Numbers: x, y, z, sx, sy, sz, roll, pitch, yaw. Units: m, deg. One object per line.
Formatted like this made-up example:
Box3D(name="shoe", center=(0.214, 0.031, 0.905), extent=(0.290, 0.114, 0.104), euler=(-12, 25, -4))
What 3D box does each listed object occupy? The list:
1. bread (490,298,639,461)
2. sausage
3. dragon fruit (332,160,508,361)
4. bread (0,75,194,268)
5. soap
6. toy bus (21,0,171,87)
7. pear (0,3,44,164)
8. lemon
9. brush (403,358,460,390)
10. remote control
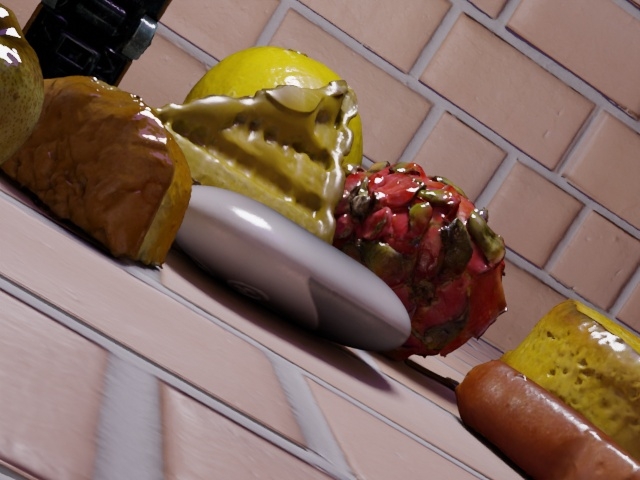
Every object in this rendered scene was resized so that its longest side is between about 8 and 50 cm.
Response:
Box3D(name="bread", center=(0.419, 0.250, 1.481), extent=(0.398, 0.215, 0.398), euler=(33, 8, -5))
Box3D(name="sausage", center=(0.276, 0.239, 1.231), extent=(0.094, 0.097, 0.348), euler=(22, 9, -35))
Box3D(name="dragon fruit", center=(0.114, 0.015, 1.533), extent=(0.291, 0.250, 0.269), euler=(47, 2, -11))
Box3D(name="bread", center=(-0.218, -0.081, 1.060), extent=(0.229, 0.139, 0.143), euler=(35, -5, 21))
Box3D(name="soap", center=(-0.125, -0.150, 1.403), extent=(0.339, 0.304, 0.169), euler=(32, -41, -28))
Box3D(name="toy bus", center=(-0.284, -0.223, 1.255), extent=(0.139, 0.275, 0.167), euler=(31, 2, -16))
Box3D(name="pear", center=(-0.300, -0.130, 0.854), extent=(0.167, 0.137, 0.167), euler=(49, 7, -8))
Box3D(name="lemon", center=(-0.086, -0.162, 1.821), extent=(0.348, 0.348, 0.348), euler=(32, 3, -2))
Box3D(name="brush", center=(0.184, 0.208, 1.615), extent=(0.170, 0.014, 0.043), euler=(30, 2, -34))
Box3D(name="remote control", center=(-0.036, 0.035, 1.240), extent=(0.332, 0.103, 0.221), euler=(30, -3, -26))
